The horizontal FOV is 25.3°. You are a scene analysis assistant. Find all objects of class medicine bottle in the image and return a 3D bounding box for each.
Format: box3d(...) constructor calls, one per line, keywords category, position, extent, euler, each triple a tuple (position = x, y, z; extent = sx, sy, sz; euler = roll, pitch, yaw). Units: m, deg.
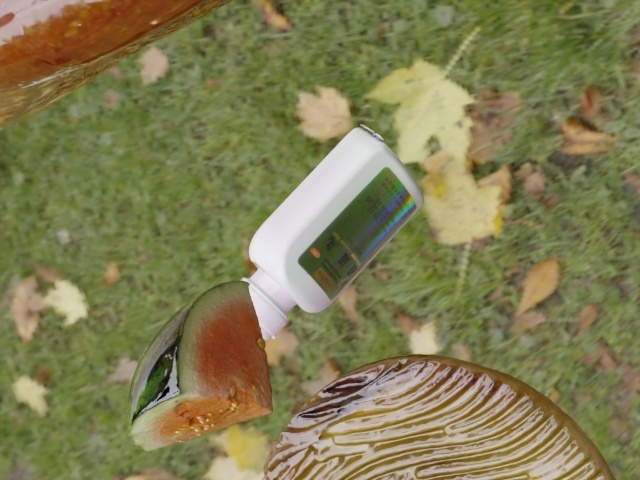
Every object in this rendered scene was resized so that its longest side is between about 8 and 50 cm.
box3d(category="medicine bottle", position=(0.000, 0.000, 1.409), extent=(0.219, 0.115, 0.078), euler=(-47, 51, -6))

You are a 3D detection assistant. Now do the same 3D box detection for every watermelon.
box3d(category="watermelon", position=(-0.069, 0.083, 0.947), extent=(0.094, 0.135, 0.125), euler=(27, 150, 5))

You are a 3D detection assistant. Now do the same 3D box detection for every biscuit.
box3d(category="biscuit", position=(0.095, 0.246, 1.153), extent=(0.318, 0.040, 0.318), euler=(6, 107, 21))

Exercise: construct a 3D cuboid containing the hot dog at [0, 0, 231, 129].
box3d(category="hot dog", position=(-0.108, -0.186, 0.686), extent=(0.405, 0.223, 0.185), euler=(-26, 97, 25))
